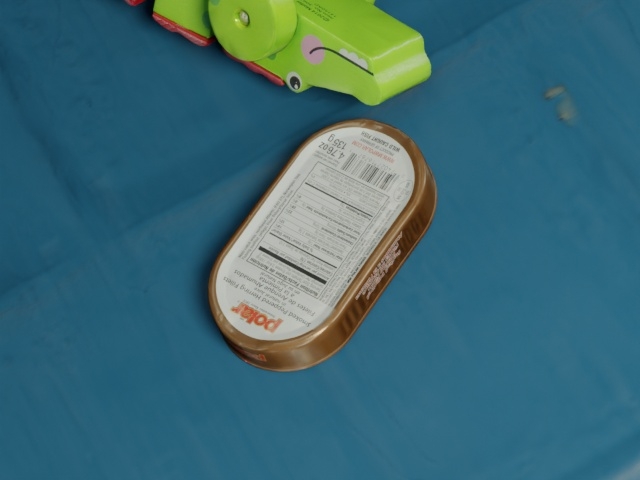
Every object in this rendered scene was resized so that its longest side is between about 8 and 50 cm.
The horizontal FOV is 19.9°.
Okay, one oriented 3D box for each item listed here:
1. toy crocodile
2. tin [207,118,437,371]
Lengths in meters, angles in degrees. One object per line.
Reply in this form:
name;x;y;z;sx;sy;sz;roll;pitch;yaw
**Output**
toy crocodile;-0.073;-0.183;1.305;0.340;0.105;0.115;30;38;21
tin;0.000;0.000;1.225;0.106;0.040;0.189;26;72;30
